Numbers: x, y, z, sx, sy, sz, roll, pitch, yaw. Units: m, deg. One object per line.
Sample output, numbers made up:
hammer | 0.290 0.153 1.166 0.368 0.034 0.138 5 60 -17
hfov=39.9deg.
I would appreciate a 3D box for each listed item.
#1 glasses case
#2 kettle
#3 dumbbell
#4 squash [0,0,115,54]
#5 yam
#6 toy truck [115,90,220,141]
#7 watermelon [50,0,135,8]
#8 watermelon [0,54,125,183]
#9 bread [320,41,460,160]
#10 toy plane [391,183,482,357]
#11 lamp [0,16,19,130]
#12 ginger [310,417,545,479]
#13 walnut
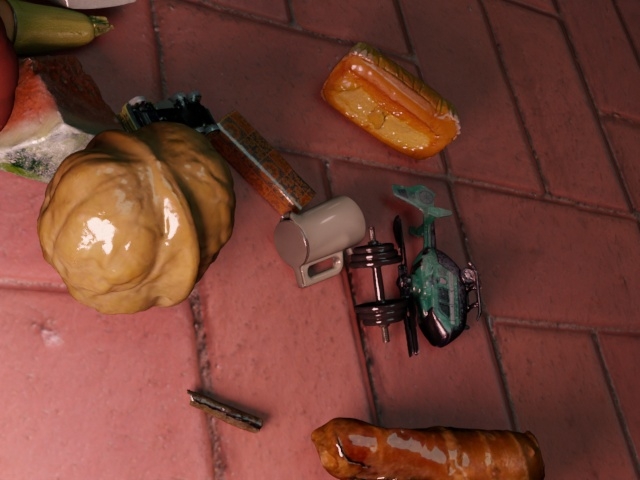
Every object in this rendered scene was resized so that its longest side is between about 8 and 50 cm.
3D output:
glasses case | -0.106 -0.139 1.613 0.218 0.049 0.075 45 46 -4
kettle | -0.004 -0.004 1.586 0.098 0.127 0.148 34 41 31
dumbbell | 0.104 0.079 1.579 0.099 0.099 0.209 -9 92 -39
squash | -0.443 -0.358 1.475 0.224 0.094 0.094 -14 72 -47
yam | -0.150 0.261 1.347 0.129 0.033 0.027 26 77 -15
toy truck | -0.266 -0.182 1.480 0.191 0.116 0.085 -20 75 -52
watermelon | -0.449 -0.566 1.484 0.387 0.258 0.228 32 45 -16
watermelon | -0.432 -0.222 1.396 0.192 0.140 0.257 9 50 -41
bread | 0.146 -0.288 1.824 0.288 0.152 0.119 32 43 -17
toy plane | 0.214 0.058 1.696 0.155 0.106 0.382 10 62 -18
lamp | -0.561 -0.228 1.176 0.303 0.303 0.257 3 25 -35
ginger | 0.186 0.409 1.399 0.418 0.176 0.254 7 63 -28
walnut | -0.267 -0.032 1.280 0.282 0.277 0.253 -1 57 -24
